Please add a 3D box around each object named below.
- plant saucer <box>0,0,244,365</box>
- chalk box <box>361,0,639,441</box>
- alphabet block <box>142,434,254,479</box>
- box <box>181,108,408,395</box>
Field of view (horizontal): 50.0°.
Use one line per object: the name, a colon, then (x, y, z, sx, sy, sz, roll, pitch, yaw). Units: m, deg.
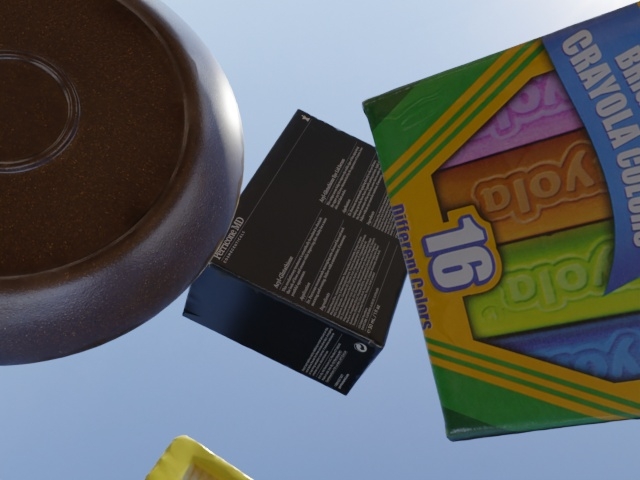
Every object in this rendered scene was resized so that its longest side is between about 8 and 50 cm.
plant saucer: (-0.202, -0.076, 0.450, 0.310, 0.311, 0.050, -64, -176, -22)
chalk box: (0.200, -0.027, 0.344, 0.289, 0.180, 0.179, -16, -93, 25)
alphabet block: (-0.140, 0.354, 0.678, 0.197, 0.192, 0.193, -59, 179, 26)
box: (0.000, 0.000, 0.719, 0.103, 0.184, 0.261, -61, -179, 46)
